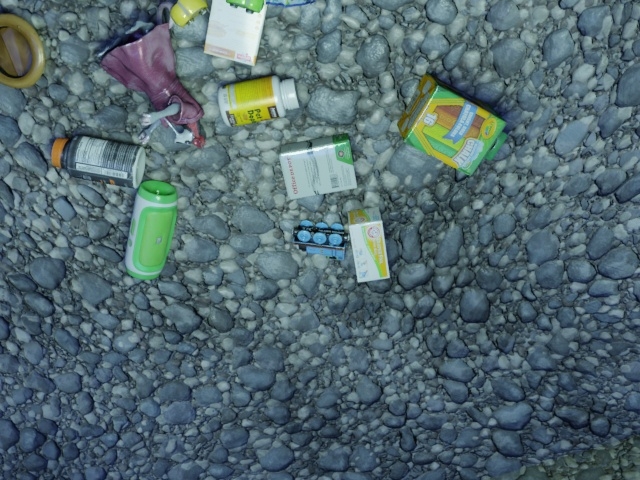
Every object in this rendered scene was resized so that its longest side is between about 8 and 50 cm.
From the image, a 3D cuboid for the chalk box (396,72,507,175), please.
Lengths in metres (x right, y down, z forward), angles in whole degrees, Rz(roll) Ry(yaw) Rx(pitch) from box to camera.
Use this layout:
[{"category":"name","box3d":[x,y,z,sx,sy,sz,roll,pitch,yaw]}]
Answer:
[{"category":"chalk box","box3d":[0.389,-0.314,1.716,0.288,0.179,0.180,24,114,-11]}]

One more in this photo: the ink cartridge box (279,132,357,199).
[{"category":"ink cartridge box","box3d":[-0.006,-0.220,1.812,0.208,0.087,0.153,-9,117,3]}]

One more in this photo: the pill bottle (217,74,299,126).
[{"category":"pill bottle","box3d":[-0.171,-0.393,1.709,0.214,0.117,0.117,-10,116,5]}]

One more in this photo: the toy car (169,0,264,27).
[{"category":"toy car","box3d":[-0.251,-0.637,1.541,0.224,0.053,0.239,16,96,-7]}]

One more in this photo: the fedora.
[{"category":"fedora","box3d":[-0.831,-0.516,1.666,0.194,0.079,0.194,0,110,1]}]

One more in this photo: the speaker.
[{"category":"speaker","box3d":[-0.524,-0.030,1.884,0.131,0.131,0.297,15,116,-7]}]

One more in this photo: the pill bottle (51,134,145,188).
[{"category":"pill bottle","box3d":[-0.647,-0.235,1.779,0.245,0.130,0.131,10,116,-5]}]

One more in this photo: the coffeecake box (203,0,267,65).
[{"category":"coffeecake box","box3d":[-0.225,-0.583,1.641,0.142,0.068,0.186,13,116,-7]}]

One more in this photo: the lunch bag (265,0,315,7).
[{"category":"lunch bag","box3d":[-0.065,-0.673,1.568,0.096,0.151,0.129,24,125,34]}]

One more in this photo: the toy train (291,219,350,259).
[{"category":"toy train","box3d":[0.000,0.000,1.924,0.184,0.080,0.105,6,129,4]}]

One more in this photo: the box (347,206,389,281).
[{"category":"box","box3d":[0.150,0.012,1.915,0.103,0.114,0.203,-9,115,4]}]

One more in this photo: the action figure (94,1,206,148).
[{"category":"action figure","box3d":[-0.427,-0.416,1.693,0.276,0.248,0.370,-48,118,-16]}]
